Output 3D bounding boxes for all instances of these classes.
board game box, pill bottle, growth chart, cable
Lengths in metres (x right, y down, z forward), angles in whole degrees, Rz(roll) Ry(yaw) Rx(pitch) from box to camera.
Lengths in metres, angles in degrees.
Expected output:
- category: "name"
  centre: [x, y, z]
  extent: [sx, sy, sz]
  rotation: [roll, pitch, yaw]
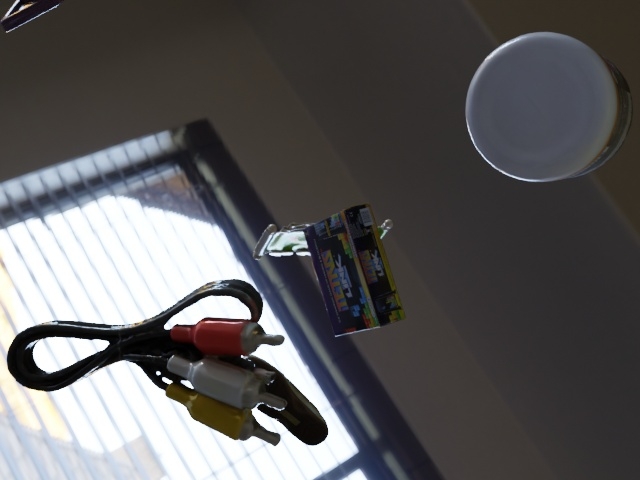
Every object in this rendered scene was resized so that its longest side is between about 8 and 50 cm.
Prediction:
- category: "board game box"
  centre: [0.045, 0.045, 1.360]
  extent: [0.141, 0.048, 0.170]
  rotation: [-25, -98, 61]
- category: "pill bottle"
  centre: [0.280, -0.152, 1.122]
  extent: [0.162, 0.278, 0.162]
  rotation: [2, -84, 23]
- category: "growth chart"
  centre: [0.000, 0.000, 1.703]
  extent: [0.172, 0.237, 0.021]
  rotation: [106, -20, -68]
- category: "cable"
  centre: [-0.161, 0.097, 0.857]
  extent: [0.287, 0.072, 0.139]
  rotation: [7, -78, 12]

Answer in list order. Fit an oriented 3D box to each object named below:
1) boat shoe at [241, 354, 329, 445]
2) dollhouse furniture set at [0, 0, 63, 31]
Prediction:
- category: "boat shoe"
  centre: [-0.063, 0.241, 1.481]
  extent: [0.190, 0.068, 0.072]
  rotation: [50, 11, -18]
- category: "dollhouse furniture set"
  centre: [-0.125, -0.178, 0.473]
  extent: [0.081, 0.114, 0.091]
  rotation: [59, 17, -29]
